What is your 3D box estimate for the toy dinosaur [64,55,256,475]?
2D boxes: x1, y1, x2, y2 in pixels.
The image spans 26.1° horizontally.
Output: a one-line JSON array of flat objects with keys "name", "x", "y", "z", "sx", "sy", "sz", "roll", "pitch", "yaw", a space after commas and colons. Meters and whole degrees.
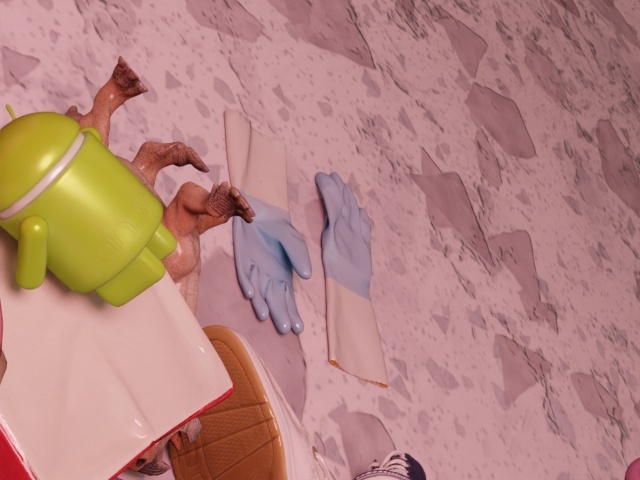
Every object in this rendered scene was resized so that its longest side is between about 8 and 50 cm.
[{"name": "toy dinosaur", "x": -0.161, "y": 0.002, "z": 0.987, "sx": 0.295, "sy": 0.200, "sz": 0.127, "roll": 49, "pitch": -4, "yaw": 29}]

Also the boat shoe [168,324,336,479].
[{"name": "boat shoe", "x": -0.032, "y": 0.194, "z": 1.029, "sx": 0.096, "sy": 0.098, "sz": 0.277, "roll": -10, "pitch": 80, "yaw": -60}]

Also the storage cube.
[{"name": "storage cube", "x": -0.201, "y": 0.077, "z": 0.787, "sx": 0.215, "sy": 0.193, "sz": 0.184, "roll": 58, "pitch": 31, "yaw": 0}]

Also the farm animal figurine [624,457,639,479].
[{"name": "farm animal figurine", "x": 0.244, "y": 0.352, "z": 1.211, "sx": 0.330, "sy": 0.172, "sz": 0.326, "roll": -9, "pitch": 89, "yaw": -43}]

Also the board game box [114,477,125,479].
[{"name": "board game box", "x": -0.123, "y": 0.231, "z": 0.920, "sx": 0.133, "sy": 0.033, "sz": 0.168, "roll": 41, "pitch": 36, "yaw": -26}]

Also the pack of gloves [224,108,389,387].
[{"name": "pack of gloves", "x": 0.000, "y": 0.000, "z": 1.277, "sx": 0.195, "sy": 0.046, "sz": 0.232, "roll": 27, "pitch": 44, "yaw": -40}]

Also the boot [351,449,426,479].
[{"name": "boot", "x": 0.054, "y": 0.207, "z": 1.130, "sx": 0.190, "sy": 0.069, "sz": 0.086, "roll": 61, "pitch": 11, "yaw": -56}]

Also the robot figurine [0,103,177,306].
[{"name": "robot figurine", "x": -0.129, "y": -0.019, "z": 0.719, "sx": 0.115, "sy": 0.067, "sz": 0.101, "roll": 45, "pitch": 33, "yaw": -21}]

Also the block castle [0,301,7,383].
[{"name": "block castle", "x": -0.341, "y": -0.079, "z": 0.555, "sx": 0.453, "sy": 0.303, "sz": 0.213, "roll": 64, "pitch": -11, "yaw": 9}]
